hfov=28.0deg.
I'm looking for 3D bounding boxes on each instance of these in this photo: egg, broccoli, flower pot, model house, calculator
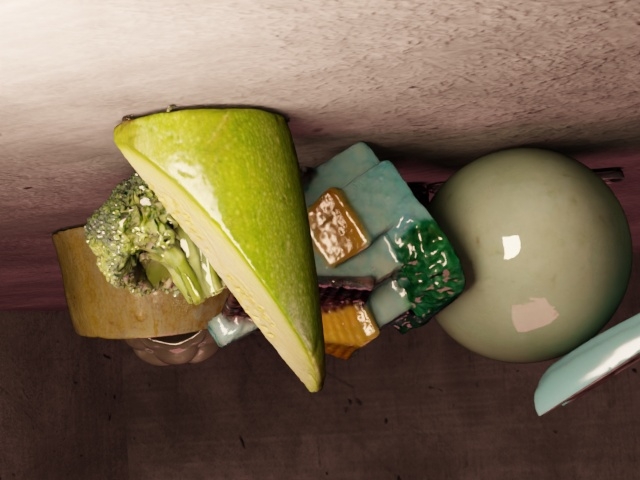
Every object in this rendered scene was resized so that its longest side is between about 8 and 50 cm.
[{"bbox_3d":[0.260,0.021,1.660,0.276,0.276,0.389,-5,171,3],"label":"egg"},{"bbox_3d":[-0.174,-0.010,1.516,0.198,0.176,0.226,-37,-162,11],"label":"broccoli"},{"bbox_3d":[-0.282,0.126,2.485,0.246,0.246,0.195,-4,173,-2],"label":"flower pot"},{"bbox_3d":[-0.007,0.052,1.546,0.248,0.230,0.280,-33,171,-17],"label":"model house"},{"bbox_3d":[0.444,0.101,1.606,0.386,0.054,0.256,-32,167,16],"label":"calculator"}]

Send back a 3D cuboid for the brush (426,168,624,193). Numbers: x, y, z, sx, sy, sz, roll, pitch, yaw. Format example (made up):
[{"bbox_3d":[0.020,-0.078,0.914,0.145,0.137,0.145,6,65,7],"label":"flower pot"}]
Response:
[{"bbox_3d":[0.308,-0.065,1.921,0.296,0.060,0.068,-5,172,4],"label":"brush"}]

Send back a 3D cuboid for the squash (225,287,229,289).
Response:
[{"bbox_3d":[-0.129,-0.060,1.823,0.189,0.189,0.260,-4,-150,-3],"label":"squash"}]

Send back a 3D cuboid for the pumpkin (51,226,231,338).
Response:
[{"bbox_3d":[-0.291,0.074,2.185,0.332,0.199,0.332,-2,172,0],"label":"pumpkin"}]

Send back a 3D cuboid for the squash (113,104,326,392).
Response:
[{"bbox_3d":[-0.084,0.014,1.267,0.203,0.289,0.111,-3,175,-25],"label":"squash"}]

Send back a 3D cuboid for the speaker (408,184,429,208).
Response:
[{"bbox_3d":[0.060,0.030,2.054,0.180,0.184,0.388,-4,173,-7],"label":"speaker"}]
